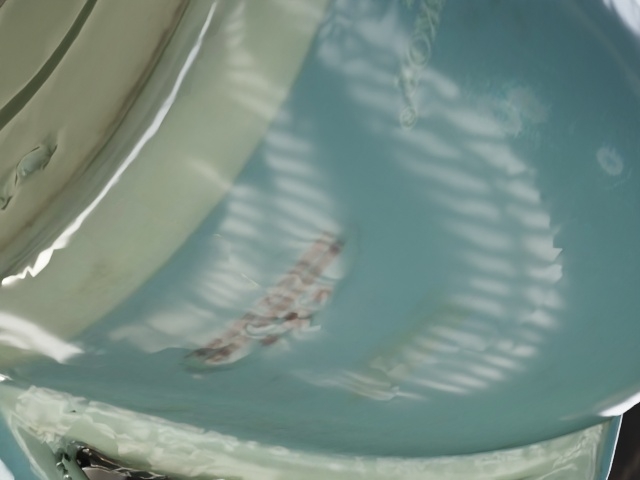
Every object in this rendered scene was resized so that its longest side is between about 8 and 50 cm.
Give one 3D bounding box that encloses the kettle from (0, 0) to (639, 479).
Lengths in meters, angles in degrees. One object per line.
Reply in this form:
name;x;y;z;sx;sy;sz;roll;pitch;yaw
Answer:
kettle;0.000;0.000;0.622;0.247;0.342;0.319;3;-107;45
